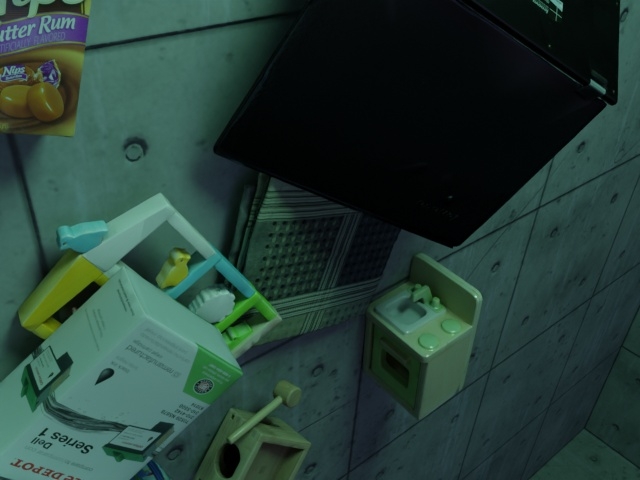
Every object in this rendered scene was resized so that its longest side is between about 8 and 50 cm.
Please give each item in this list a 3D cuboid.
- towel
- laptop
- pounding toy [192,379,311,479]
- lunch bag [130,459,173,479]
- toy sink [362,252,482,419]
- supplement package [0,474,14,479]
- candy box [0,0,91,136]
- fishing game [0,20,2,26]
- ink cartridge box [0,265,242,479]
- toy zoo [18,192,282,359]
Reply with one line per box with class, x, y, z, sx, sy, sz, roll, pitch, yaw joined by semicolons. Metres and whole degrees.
towel;0.000;0.000;0.884;0.324;0.056;0.312;-8;126;-45
laptop;0.133;-0.248;0.725;0.381;0.236;0.408;19;72;-32
pounding toy;-0.106;0.301;0.966;0.181;0.094;0.206;31;85;-47
lunch bag;-0.273;0.384;0.786;0.219;0.176;0.090;-38;112;-16
toy sink;0.168;0.168;1.094;0.131;0.152;0.234;-25;135;-31
supplement package;-0.348;0.290;0.605;0.145;0.204;0.262;-46;142;-8
candy box;-0.241;-0.177;0.483;0.109;0.053;0.187;-6;120;-43
fishing game;-0.186;-0.287;0.413;0.264;0.041;0.189;-53;132;-22
ink cartridge box;-0.220;0.160;0.662;0.219;0.092;0.160;-44;134;2
toy zoo;-0.189;0.073;0.707;0.192;0.030;0.293;-40;135;-2
